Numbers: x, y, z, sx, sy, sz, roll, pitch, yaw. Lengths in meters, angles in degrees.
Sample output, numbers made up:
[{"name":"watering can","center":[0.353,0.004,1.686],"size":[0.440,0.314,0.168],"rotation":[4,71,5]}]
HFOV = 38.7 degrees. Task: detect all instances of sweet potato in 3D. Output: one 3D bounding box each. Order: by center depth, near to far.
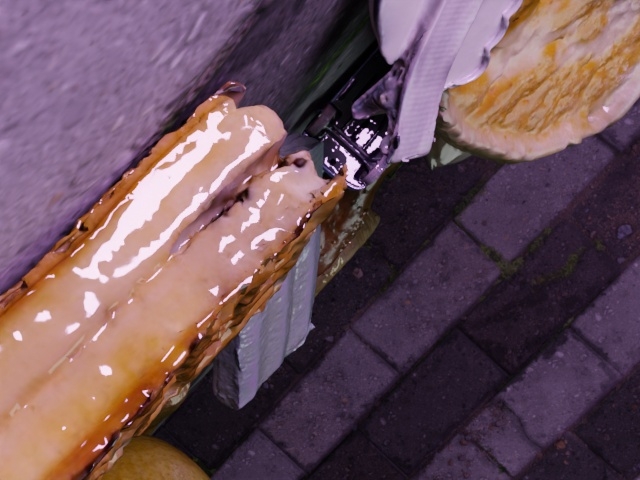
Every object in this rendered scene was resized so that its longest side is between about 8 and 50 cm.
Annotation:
[{"name":"sweet potato","center":[-0.004,-0.020,1.132],"size":[0.355,0.095,0.106],"rotation":[-51,172,31]}]

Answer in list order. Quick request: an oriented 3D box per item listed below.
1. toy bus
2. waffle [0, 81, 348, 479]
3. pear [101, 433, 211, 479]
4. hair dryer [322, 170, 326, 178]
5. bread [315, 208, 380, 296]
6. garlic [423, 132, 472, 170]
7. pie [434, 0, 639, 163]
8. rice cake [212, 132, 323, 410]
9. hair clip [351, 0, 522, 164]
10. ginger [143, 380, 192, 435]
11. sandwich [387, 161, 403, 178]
[{"name":"toy bus","center":[0.055,-0.120,0.779],"size":[0.167,0.073,0.076],"rotation":[-49,-171,-8]},{"name":"waffle","center":[-0.128,0.073,0.488],"size":[0.308,0.091,0.213],"rotation":[-48,177,-22]},{"name":"pear","center":[-0.211,0.330,0.898],"size":[0.304,0.304,0.304],"rotation":[-48,178,-3]},{"name":"hair dryer","center":[-0.029,-0.035,0.839],"size":[0.248,0.070,0.114],"rotation":[-52,177,11]},{"name":"bread","center":[0.000,0.000,1.377],"size":[0.140,0.106,0.236],"rotation":[-50,177,26]},{"name":"garlic","center":[0.184,-0.215,0.867],"size":[0.318,0.143,0.112],"rotation":[-47,-161,18]},{"name":"pie","center":[0.196,-0.201,0.709],"size":[0.339,0.077,0.339],"rotation":[-28,143,-24]},{"name":"rice cake","center":[-0.046,0.033,0.758],"size":[0.127,0.043,0.237],"rotation":[-42,148,-37]},{"name":"hair clip","center":[0.086,-0.148,0.555],"size":[0.140,0.054,0.220],"rotation":[-10,139,-38]},{"name":"ginger","center":[-0.274,0.267,1.364],"size":[0.299,0.065,0.118],"rotation":[-46,175,31]},{"name":"sandwich","center":[0.107,-0.153,1.171],"size":[0.116,0.074,0.074],"rotation":[-46,178,-26]}]
